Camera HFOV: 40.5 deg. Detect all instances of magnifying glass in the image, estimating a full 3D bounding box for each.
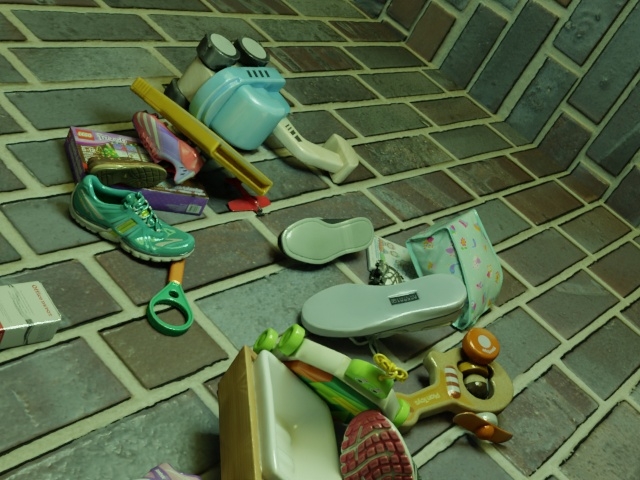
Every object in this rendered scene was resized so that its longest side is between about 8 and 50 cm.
[{"bbox_3d":[-0.295,0.105,1.742,0.092,0.026,0.231,21,31,-17],"label":"magnifying glass"}]

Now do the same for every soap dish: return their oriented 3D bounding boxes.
[{"bbox_3d":[-0.068,0.346,1.426,0.229,0.118,0.291,48,18,-34],"label":"soap dish"}]

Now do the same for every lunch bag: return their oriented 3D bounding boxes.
[{"bbox_3d":[0.355,0.078,2.223,0.223,0.160,0.262,-27,96,-56],"label":"lunch bag"}]

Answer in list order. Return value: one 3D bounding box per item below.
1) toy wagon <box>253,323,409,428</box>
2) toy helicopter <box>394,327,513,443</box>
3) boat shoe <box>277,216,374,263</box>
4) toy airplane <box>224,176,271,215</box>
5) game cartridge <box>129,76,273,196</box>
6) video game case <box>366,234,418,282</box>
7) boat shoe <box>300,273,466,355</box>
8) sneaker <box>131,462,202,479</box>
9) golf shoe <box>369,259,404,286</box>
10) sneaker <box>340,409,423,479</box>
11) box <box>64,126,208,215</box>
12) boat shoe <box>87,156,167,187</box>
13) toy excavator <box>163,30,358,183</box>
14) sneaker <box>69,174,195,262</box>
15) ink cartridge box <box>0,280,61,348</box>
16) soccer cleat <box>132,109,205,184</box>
[{"bbox_3d":[0.032,0.248,1.537,0.267,0.344,0.068,37,68,-15],"label":"toy wagon"},{"bbox_3d":[0.273,0.342,1.835,0.355,0.140,0.235,-12,59,-36],"label":"toy helicopter"},{"bbox_3d":[0.000,0.000,2.100,0.302,0.091,0.115,-1,87,-44],"label":"boat shoe"},{"bbox_3d":[-0.185,-0.113,2.157,0.151,0.028,0.151,24,30,-15],"label":"toy airplane"},{"bbox_3d":[-0.289,-0.249,2.086,0.323,0.053,0.285,37,-1,29],"label":"game cartridge"},{"bbox_3d":[0.185,0.052,2.252,0.143,0.019,0.157,22,31,-15],"label":"video game case"},{"bbox_3d":[0.138,0.174,1.926,0.366,0.157,0.136,-11,48,-10],"label":"boat shoe"},{"bbox_3d":[-0.184,0.416,1.323,0.236,0.095,0.104,31,22,2],"label":"sneaker"},{"bbox_3d":[0.168,0.120,2.081,0.093,0.077,0.198,26,32,-10],"label":"golf shoe"},{"bbox_3d":[0.122,0.424,1.479,0.112,0.120,0.299,-57,127,-72],"label":"sneaker"},{"bbox_3d":[-0.420,-0.158,1.984,0.293,0.057,0.201,7,38,-35],"label":"box"},{"bbox_3d":[-0.416,-0.155,1.865,0.177,0.064,0.060,0,47,-37],"label":"boat shoe"},{"bbox_3d":[-0.141,-0.326,2.372,0.445,0.222,0.433,53,30,13],"label":"toy excavator"},{"bbox_3d":[-0.384,-0.042,1.791,0.275,0.110,0.107,25,31,-9],"label":"sneaker"},{"bbox_3d":[-0.526,0.128,1.470,0.135,0.056,0.099,-7,47,-46],"label":"ink cartridge box"},{"bbox_3d":[-0.368,-0.217,1.989,0.248,0.083,0.095,36,72,29],"label":"soccer cleat"}]
